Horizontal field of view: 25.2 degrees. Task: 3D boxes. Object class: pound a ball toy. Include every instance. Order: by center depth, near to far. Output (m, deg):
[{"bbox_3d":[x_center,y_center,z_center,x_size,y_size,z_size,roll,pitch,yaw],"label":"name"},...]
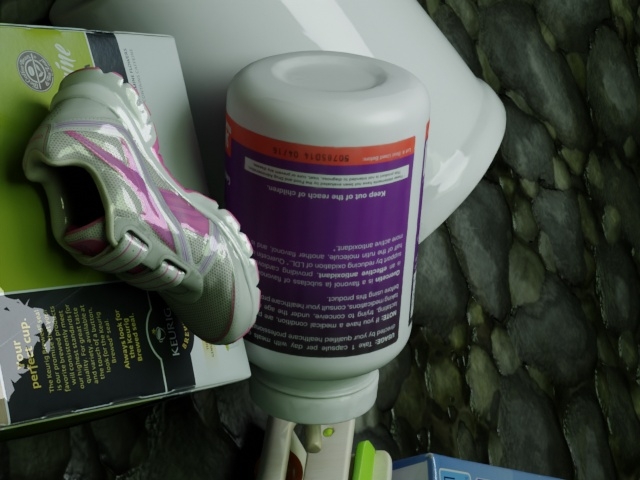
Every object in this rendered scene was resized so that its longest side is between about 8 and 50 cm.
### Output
[{"bbox_3d":[-0.029,0.252,1.461,0.319,0.136,0.208,-81,152,-46],"label":"pound a ball toy"}]

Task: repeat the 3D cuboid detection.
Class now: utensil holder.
[{"bbox_3d":[-0.044,-0.184,1.501,0.385,0.328,0.327,50,43,-23],"label":"utensil holder"}]

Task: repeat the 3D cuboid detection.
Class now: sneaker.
[{"bbox_3d":[-0.150,-0.007,1.135,0.252,0.103,0.111,52,46,-13],"label":"sneaker"}]

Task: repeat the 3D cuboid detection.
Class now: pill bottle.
[{"bbox_3d":[0.000,0.000,1.315,0.181,0.182,0.322,-30,130,-51],"label":"pill bottle"}]

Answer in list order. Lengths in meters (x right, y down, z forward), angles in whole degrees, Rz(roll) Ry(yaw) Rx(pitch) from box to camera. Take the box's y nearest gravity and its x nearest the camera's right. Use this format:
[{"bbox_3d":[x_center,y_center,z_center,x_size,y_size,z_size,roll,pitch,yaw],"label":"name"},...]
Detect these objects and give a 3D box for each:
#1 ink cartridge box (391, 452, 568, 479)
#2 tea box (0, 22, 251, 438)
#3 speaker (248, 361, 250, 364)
[{"bbox_3d":[0.206,0.414,1.699,0.395,0.151,0.270,19,61,-47],"label":"ink cartridge box"},{"bbox_3d":[-0.272,0.003,1.233,0.324,0.220,0.328,-4,78,-52],"label":"tea box"},{"bbox_3d":[-0.093,0.096,1.540,0.136,0.055,0.055,30,54,-41],"label":"speaker"}]
